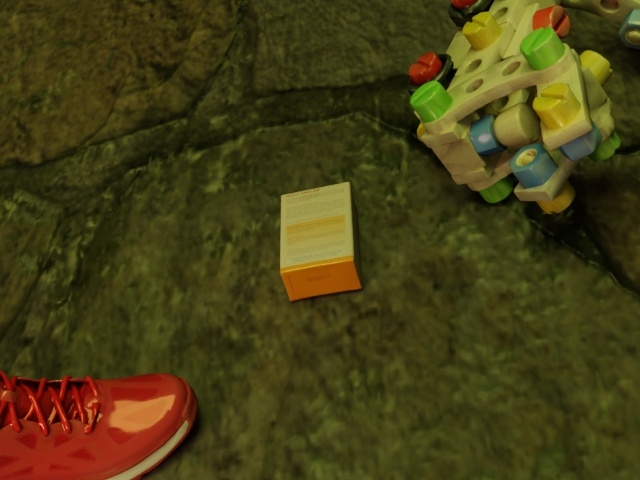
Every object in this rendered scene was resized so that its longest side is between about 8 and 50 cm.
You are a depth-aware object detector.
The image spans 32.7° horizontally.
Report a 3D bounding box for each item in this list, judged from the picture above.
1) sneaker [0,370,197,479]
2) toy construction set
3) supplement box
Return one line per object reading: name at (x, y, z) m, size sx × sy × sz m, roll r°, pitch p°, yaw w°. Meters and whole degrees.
sneaker at (-0.207, 0.125, 0.779) m, size 0.221 × 0.128 × 0.087 m, roll -22°, pitch 43°, yaw -2°
toy construction set at (0.194, -0.157, 0.926) m, size 0.215 × 0.151 × 0.328 m, roll -10°, pitch 27°, yaw 47°
supplement box at (0.000, 0.000, 0.910) m, size 0.062 × 0.036 × 0.098 m, roll -10°, pitch 42°, yaw 9°
